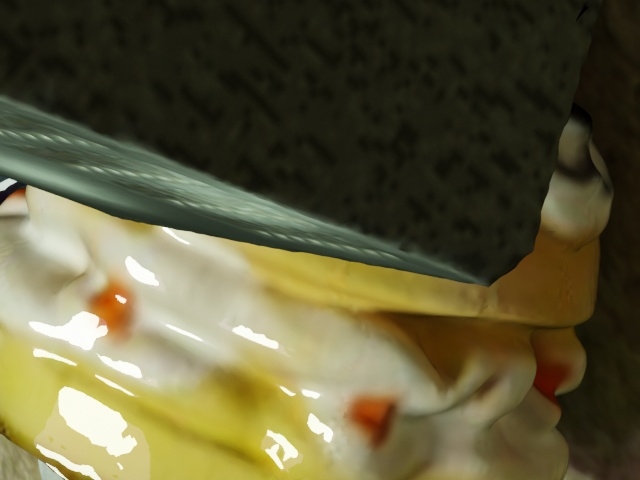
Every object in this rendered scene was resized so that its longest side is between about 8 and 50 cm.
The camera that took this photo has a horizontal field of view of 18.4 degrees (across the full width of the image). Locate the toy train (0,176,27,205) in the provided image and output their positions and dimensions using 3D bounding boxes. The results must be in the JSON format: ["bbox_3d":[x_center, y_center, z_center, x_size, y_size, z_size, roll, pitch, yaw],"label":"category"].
[{"bbox_3d":[-0.169,-0.031,1.029,0.409,0.086,0.089,-32,55,21],"label":"toy train"}]

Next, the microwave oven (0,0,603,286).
[{"bbox_3d":[-0.053,-0.238,0.599,0.236,0.374,0.432,11,83,50],"label":"microwave oven"}]

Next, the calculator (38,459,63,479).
[{"bbox_3d":[-0.055,0.174,1.114,0.184,0.042,0.295,5,144,24],"label":"calculator"}]

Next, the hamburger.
[{"bbox_3d":[0.000,0.000,0.863,0.276,0.276,0.237,31,104,45],"label":"hamburger"}]
